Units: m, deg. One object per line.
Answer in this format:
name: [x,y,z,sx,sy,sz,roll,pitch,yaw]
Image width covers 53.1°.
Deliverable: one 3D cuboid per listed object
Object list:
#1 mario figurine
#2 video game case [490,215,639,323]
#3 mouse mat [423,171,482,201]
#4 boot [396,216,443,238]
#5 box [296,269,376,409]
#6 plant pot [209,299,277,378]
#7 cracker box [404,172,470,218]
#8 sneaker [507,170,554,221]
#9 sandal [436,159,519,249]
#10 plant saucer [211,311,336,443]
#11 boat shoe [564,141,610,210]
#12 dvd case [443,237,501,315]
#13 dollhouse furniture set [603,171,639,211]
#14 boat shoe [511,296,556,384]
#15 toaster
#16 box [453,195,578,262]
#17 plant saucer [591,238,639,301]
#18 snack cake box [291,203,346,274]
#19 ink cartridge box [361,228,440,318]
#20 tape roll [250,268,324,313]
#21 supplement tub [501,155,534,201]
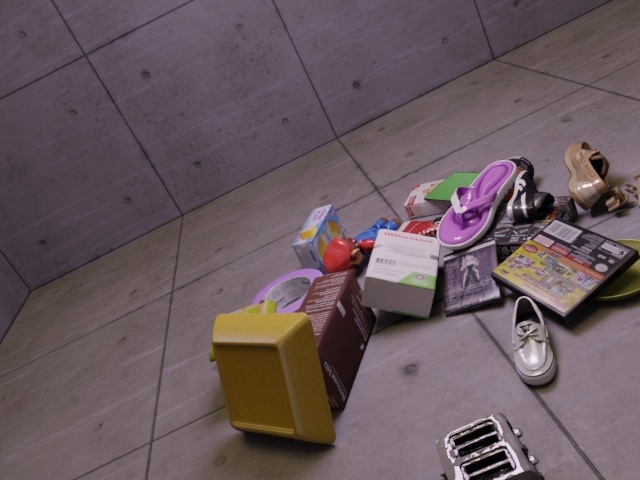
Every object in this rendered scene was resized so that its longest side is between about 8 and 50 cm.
mario figurine: [0.147,0.044,2.243,0.321,0.170,0.198,-28,-15,-29]
video game case: [0.613,0.066,1.632,0.248,0.035,0.275,-40,32,-7]
mouse mat: [0.479,-0.195,2.305,0.190,0.007,0.153,-38,27,-26]
boot: [0.335,-0.004,2.139,0.176,0.088,0.244,-9,26,33]
box: [0.021,0.268,1.774,0.143,0.191,0.381,-13,27,29]
plant pot: [-0.192,0.318,1.878,0.228,0.207,0.227,-21,24,11]
cracker box: [0.441,-0.164,2.371,0.232,0.067,0.155,-12,28,32]
sneaker: [0.642,-0.134,1.911,0.121,0.079,0.217,-4,40,35]
sandal: [0.473,-0.133,1.993,0.169,0.102,0.416,2,42,44]
plant saucer: [-0.141,0.351,1.592,0.333,0.332,0.081,-7,8,39]
boat shoe: [0.834,-0.218,1.967,0.110,0.122,0.341,-42,16,37]
dvd case: [0.426,0.102,1.815,0.165,0.018,0.221,-22,39,29]
dollhouse furniture set: [0.877,-0.088,1.772,0.161,0.101,0.182,-40,11,42]
boat shoe: [0.485,0.228,1.499,0.095,0.084,0.258,-19,24,17]
toaster: [0.317,0.438,1.215,0.186,0.110,0.168,-25,23,6]
box: [0.585,-0.033,1.940,0.307,0.076,0.242,-3,33,43]
plant saucer: [0.732,0.080,1.602,0.241,0.037,0.241,-23,23,11]
snack cake box: [0.000,0.000,2.395,0.089,0.152,0.264,-14,27,27]
ink cartridge box: [0.244,0.092,1.904,0.198,0.114,0.273,11,33,9]
tape roll: [-0.096,0.210,2.145,0.275,0.090,0.275,-22,23,10]
supplement tub: [0.641,-0.193,2.159,0.117,0.117,0.190,-6,31,40]
